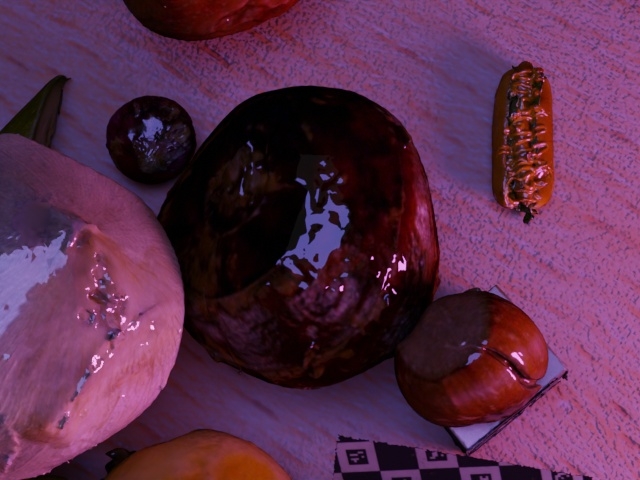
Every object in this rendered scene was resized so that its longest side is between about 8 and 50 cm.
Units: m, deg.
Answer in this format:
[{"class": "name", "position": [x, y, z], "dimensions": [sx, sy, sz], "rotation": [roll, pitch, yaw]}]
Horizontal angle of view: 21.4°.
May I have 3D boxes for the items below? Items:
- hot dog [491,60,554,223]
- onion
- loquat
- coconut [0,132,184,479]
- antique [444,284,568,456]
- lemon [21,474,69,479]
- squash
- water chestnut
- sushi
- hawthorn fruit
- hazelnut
[{"class": "hot dog", "position": [0.234, -0.116, 1.951], "dimensions": [0.072, 0.055, 0.188], "rotation": [0, 77, 4]}, {"class": "onion", "position": [-0.197, -0.119, 1.977], "dimensions": [0.107, 0.097, 0.107], "rotation": [0, 108, 0]}, {"class": "loquat", "position": [-0.143, 0.311, 1.816], "dimensions": [0.244, 0.244, 0.244], "rotation": [-1, 78, 5]}, {"class": "coconut", "position": [-0.318, 0.073, 1.728], "dimensions": [0.346, 0.360, 0.346], "rotation": [10, 62, -19]}, {"class": "antique", "position": [0.173, 0.139, 1.856], "dimensions": [0.147, 0.152, 0.148], "rotation": [-40, 80, -2]}, {"class": "lemon", "position": [-0.398, 0.353, 1.817], "dimensions": [0.320, 0.245, 0.245], "rotation": [-30, 77, 2]}, {"class": "squash", "position": [-0.339, -0.067, 1.974], "dimensions": [0.169, 0.093, 0.252], "rotation": [42, 85, 13]}, {"class": "water chestnut", "position": [0.000, 0.000, 1.844], "dimensions": [0.350, 0.302, 0.350], "rotation": [-12, 72, 39]}, {"class": "sushi", "position": [0.144, 0.315, 1.817], "dimensions": [0.279, 0.192, 0.043], "rotation": [8, 36, 5]}, {"class": "hawthorn fruit", "position": [-0.127, -0.349, 1.945], "dimensions": [0.262, 0.258, 0.258], "rotation": [15, 79, -12]}, {"class": "hazelnut", "position": [0.154, 0.125, 1.725], "dimensions": [0.154, 0.143, 0.143], "rotation": [-35, 77, 9]}]
